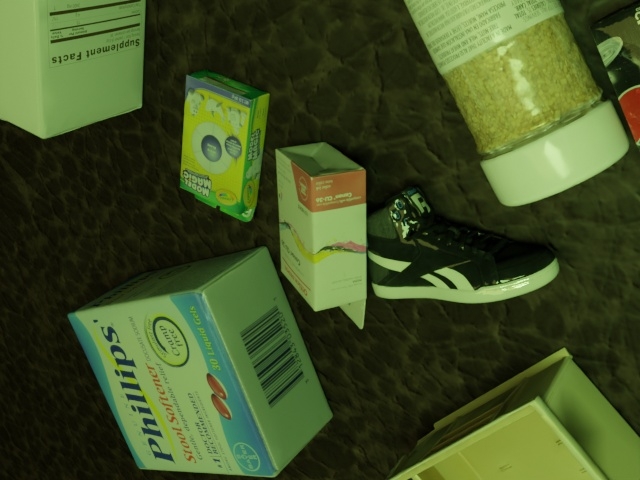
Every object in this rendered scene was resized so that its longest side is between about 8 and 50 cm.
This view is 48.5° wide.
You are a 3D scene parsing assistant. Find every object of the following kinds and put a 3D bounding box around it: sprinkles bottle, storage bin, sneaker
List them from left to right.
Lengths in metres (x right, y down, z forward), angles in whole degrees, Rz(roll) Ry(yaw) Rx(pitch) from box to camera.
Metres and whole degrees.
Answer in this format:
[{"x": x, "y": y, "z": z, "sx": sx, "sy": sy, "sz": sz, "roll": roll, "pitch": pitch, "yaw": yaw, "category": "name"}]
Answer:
[{"x": 0.130, "y": -0.003, "z": 0.744, "sx": 0.216, "sy": 0.079, "sz": 0.121, "roll": -7, "pitch": 109, "yaw": 39, "category": "sneaker"}, {"x": 0.136, "y": -0.210, "z": 0.613, "sx": 0.121, "sy": 0.121, "sz": 0.356, "roll": -23, "pitch": 97, "yaw": 40, "category": "sprinkles bottle"}, {"x": 0.245, "y": 0.297, "z": 0.779, "sx": 0.262, "sy": 0.123, "sz": 0.260, "roll": 49, "pitch": 130, "yaw": 5, "category": "storage bin"}]

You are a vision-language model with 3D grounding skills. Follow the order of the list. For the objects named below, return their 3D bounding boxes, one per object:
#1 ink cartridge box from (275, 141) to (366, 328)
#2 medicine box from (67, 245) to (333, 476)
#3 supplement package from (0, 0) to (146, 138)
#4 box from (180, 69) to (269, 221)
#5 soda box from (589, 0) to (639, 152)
[{"x": 0.000, "y": 0.000, "z": 0.814, "sx": 0.115, "sy": 0.067, "sz": 0.198, "roll": -136, "pitch": 39, "yaw": -58, "category": "ink cartridge box"}, {"x": -0.170, "y": 0.174, "z": 0.996, "sx": 0.289, "sy": 0.149, "sz": 0.264, "roll": -13, "pitch": 104, "yaw": 38, "category": "medicine box"}, {"x": -0.333, "y": -0.304, "z": 0.863, "sx": 0.177, "sy": 0.175, "sz": 0.293, "roll": 26, "pitch": 124, "yaw": 21, "category": "supplement package"}, {"x": -0.125, "y": -0.112, "z": 0.897, "sx": 0.105, "sy": 0.043, "sz": 0.179, "roll": 25, "pitch": 125, "yaw": 24, "category": "box"}, {"x": 0.286, "y": -0.116, "z": 0.592, "sx": 0.053, "sy": 0.060, "sz": 0.169, "roll": -19, "pitch": 100, "yaw": 40, "category": "soda box"}]
